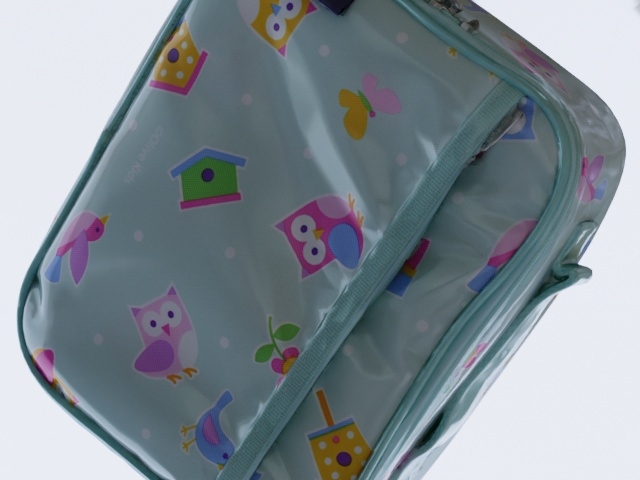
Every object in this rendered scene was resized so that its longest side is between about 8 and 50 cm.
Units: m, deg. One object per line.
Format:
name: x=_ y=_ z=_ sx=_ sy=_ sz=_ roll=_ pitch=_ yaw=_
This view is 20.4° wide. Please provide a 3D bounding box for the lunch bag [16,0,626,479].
lunch bag: x=0.000 y=0.000 z=0.834 sx=0.224 sy=0.108 sz=0.279 roll=40 pitch=-73 yaw=23
